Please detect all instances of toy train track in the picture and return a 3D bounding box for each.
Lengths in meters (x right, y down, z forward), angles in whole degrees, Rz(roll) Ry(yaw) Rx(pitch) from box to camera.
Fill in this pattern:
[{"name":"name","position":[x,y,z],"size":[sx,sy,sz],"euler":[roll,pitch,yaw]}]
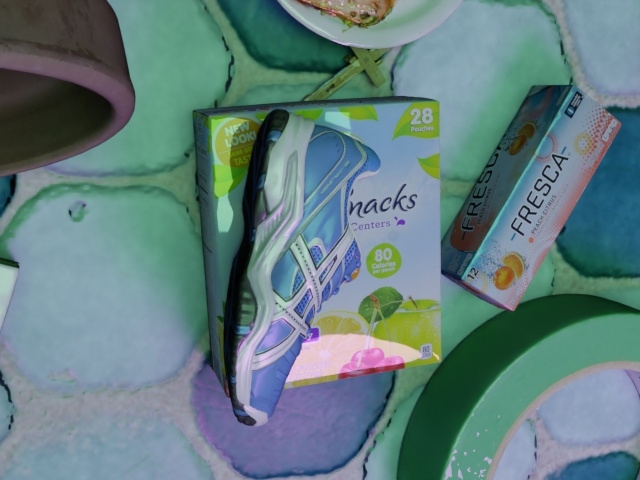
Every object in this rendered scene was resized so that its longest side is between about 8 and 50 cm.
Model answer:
[{"name":"toy train track","position":[0.019,-0.130,0.638],"size":[0.083,0.014,0.048],"euler":[-38,117,-4]}]

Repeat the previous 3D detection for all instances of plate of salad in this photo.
[{"name":"plate of salad","position":[0.040,-0.242,0.599],"size":[0.200,0.048,0.200],"euler":[-2,96,-20]}]

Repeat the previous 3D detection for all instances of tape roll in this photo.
[{"name":"tape roll","position":[0.230,0.211,0.744],"size":[0.321,0.077,0.321],"euler":[-4,101,-19]}]

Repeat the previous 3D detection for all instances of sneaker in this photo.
[{"name":"sneaker","position":[-0.016,0.025,0.540],"size":[0.081,0.080,0.211],"euler":[10,101,-14]}]

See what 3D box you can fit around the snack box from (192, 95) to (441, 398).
[{"name":"snack box","position":[0.000,0.000,0.621],"size":[0.174,0.070,0.207],"euler":[-8,103,-17]}]

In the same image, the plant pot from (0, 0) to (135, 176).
[{"name":"plant pot","position":[-0.244,-0.159,0.426],"size":[0.263,0.263,0.229],"euler":[-8,86,-19]}]

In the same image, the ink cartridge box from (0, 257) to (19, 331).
[{"name":"ink cartridge box","position":[-0.279,0.100,0.528],"size":[0.109,0.062,0.209],"euler":[18,85,-21]}]

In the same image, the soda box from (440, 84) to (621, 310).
[{"name":"soda box","position":[0.169,-0.037,0.684],"size":[0.063,0.058,0.183],"euler":[31,88,-22]}]
